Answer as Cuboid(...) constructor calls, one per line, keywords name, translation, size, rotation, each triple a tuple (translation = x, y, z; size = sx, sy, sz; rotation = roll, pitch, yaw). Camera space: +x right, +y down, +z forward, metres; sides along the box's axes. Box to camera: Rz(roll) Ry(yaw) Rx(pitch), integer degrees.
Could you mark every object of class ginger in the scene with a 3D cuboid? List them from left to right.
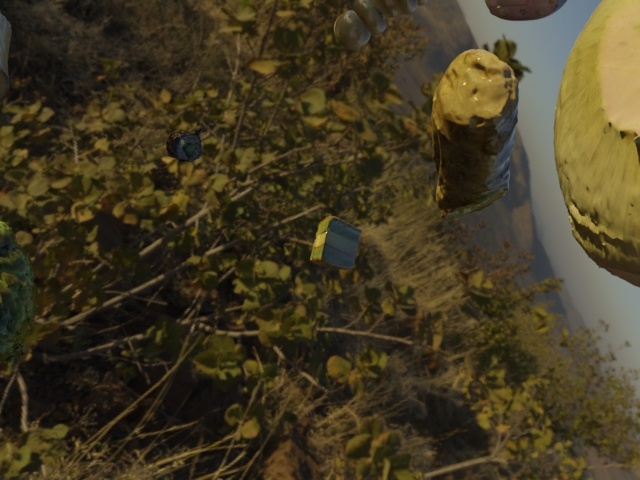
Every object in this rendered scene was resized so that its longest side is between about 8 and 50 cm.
Cuboid(name="ginger", translation=(0.230, -0.143, 0.845), size=(0.354, 0.126, 0.189), rotation=(76, -2, -52))

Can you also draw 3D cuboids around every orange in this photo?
Cuboid(name="orange", translation=(-0.600, 0.076, 0.867), size=(0.300, 0.223, 0.301), rotation=(70, 19, -1))

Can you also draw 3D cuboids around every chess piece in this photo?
Cuboid(name="chess piece", translation=(0.099, -0.421, 1.002), size=(0.094, 0.170, 0.094), rotation=(50, 15, -19))

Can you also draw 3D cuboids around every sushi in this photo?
Cuboid(name="sushi", translation=(-0.391, -0.277, 1.584), size=(0.094, 0.084, 0.098), rotation=(-4, 105, -30))

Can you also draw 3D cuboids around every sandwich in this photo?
Cuboid(name="sandwich", translation=(0.000, 0.000, 1.362), size=(0.187, 0.144, 0.117), rotation=(21, 80, -60))

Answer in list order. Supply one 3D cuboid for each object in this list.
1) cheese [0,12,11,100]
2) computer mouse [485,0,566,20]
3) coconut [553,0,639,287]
Cuboid(name="cheese", translation=(-0.813, -0.389, 1.128), size=(0.292, 0.332, 0.153), rotation=(9, 66, -45))
Cuboid(name="computer mouse", translation=(0.263, -0.407, 0.699), size=(0.056, 0.126, 0.245), rotation=(-49, 137, -40))
Cuboid(name="coconut", translation=(0.301, -0.081, 0.352), size=(0.255, 0.297, 0.297), rotation=(10, 48, -19))
